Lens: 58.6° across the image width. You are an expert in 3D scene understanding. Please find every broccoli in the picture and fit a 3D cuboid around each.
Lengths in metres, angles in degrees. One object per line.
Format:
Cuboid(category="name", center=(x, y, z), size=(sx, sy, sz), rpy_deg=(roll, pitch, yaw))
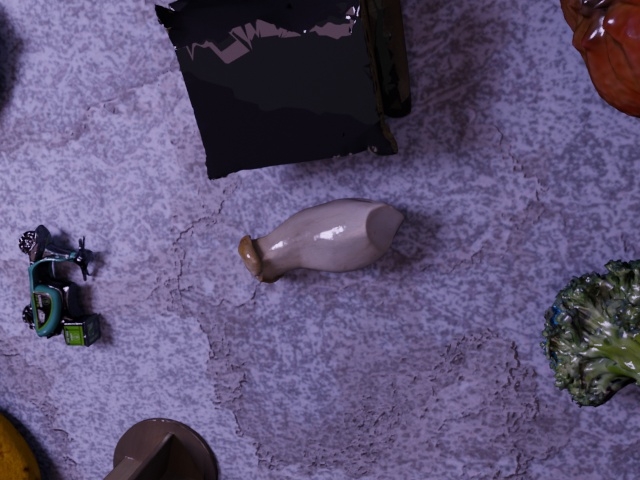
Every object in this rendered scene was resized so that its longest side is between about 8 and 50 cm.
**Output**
Cuboid(category="broccoli", center=(0.327, 0.110, 0.625), size=(0.167, 0.160, 0.154), rpy_deg=(-41, 119, 5))

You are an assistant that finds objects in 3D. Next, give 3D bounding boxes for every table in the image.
Cuboid(category="table", center=(-0.252, 0.363, 0.748), size=(0.167, 0.226, 0.167), rpy_deg=(2, 101, 10))

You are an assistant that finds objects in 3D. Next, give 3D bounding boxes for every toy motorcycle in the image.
Cuboid(category="toy motorcycle", center=(-0.368, 0.062, 0.803), size=(0.100, 0.058, 0.173), rpy_deg=(0, 102, 4))

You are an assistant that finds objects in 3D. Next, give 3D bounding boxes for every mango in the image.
Cuboid(category="mango", center=(-0.514, 0.341, 0.846), size=(0.147, 0.109, 0.227), rpy_deg=(-34, 89, -17))

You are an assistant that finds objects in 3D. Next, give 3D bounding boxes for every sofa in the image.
Cuboid(category="sofa", center=(-0.031, -0.201, 0.654), size=(0.258, 0.182, 0.200), rpy_deg=(-7, 117, 12))

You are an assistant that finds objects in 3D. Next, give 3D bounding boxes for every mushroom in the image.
Cuboid(category="mushroom", center=(0.000, 0.002, 0.697), size=(0.213, 0.097, 0.088), rpy_deg=(-14, 108, 14))

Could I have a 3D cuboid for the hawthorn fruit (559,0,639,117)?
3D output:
Cuboid(category="hawthorn fruit", center=(0.385, -0.263, 0.502), size=(0.330, 0.287, 0.287), rpy_deg=(-19, 97, -1))
